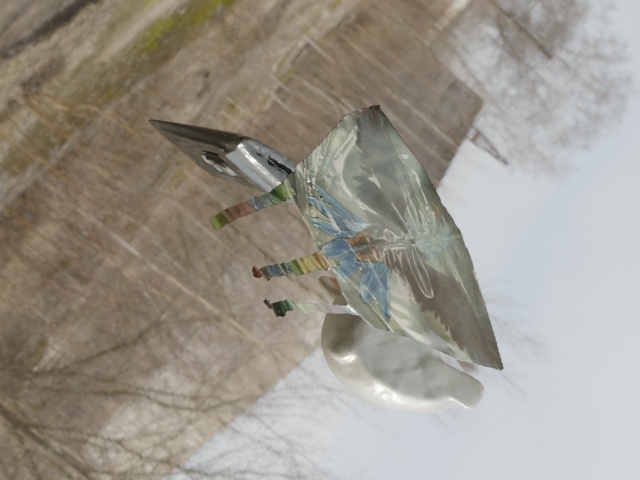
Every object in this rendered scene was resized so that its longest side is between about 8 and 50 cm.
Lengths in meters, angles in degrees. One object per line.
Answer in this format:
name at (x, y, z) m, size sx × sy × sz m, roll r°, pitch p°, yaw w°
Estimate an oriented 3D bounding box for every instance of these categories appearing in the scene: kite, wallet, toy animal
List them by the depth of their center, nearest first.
kite at (0.002, -0.001, 0.626) m, size 0.015 × 0.169 × 0.310 m, roll -33°, pitch -164°, yaw -27°
toy animal at (0.070, 0.082, 0.863) m, size 0.138 × 0.141 × 0.282 m, roll -15°, pitch 179°, yaw 1°
wallet at (-0.138, -0.120, 1.327) m, size 0.245 × 0.168 × 0.052 m, roll 16°, pitch -104°, yaw 45°
